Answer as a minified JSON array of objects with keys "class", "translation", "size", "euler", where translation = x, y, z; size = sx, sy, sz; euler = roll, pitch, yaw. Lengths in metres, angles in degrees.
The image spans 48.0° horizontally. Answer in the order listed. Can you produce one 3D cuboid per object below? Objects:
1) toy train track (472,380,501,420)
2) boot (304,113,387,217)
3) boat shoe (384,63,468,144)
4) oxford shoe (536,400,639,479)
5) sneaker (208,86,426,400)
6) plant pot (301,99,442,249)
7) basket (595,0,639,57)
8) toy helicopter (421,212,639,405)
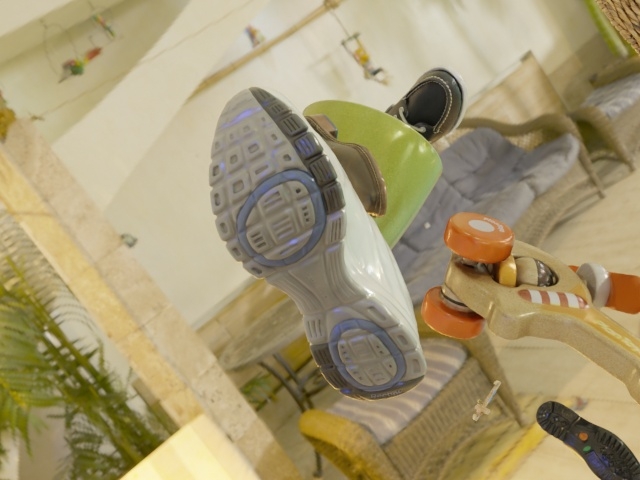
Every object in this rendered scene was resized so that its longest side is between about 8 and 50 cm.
[{"class":"toy train track","translation":[0.299,0.288,1.304],"size":[0.083,0.014,0.048],"euler":[-54,15,-10]},{"class":"boot","translation":[-0.009,-0.082,0.849],"size":[0.106,0.082,0.219],"euler":[-10,33,-23]},{"class":"boat shoe","translation":[0.167,-0.206,1.313],"size":[0.091,0.114,0.302],"euler":[-36,-11,-25]},{"class":"oxford shoe","translation":[0.519,0.388,1.382],"size":[0.083,0.227,0.096],"euler":[-49,-18,1]},{"class":"sneaker","translation":[0.000,0.000,0.629],"size":[0.111,0.297,0.129],"euler":[-19,24,18]},{"class":"plant pot","translation":[0.032,-0.046,1.263],"size":[0.275,0.274,0.293],"euler":[-15,47,65]},{"class":"basket","translation":[0.670,-0.434,1.293],"size":[0.213,0.299,0.223],"euler":[-12,-26,-44]},{"class":"toy helicopter","translation":[0.306,0.091,0.851],"size":[0.235,0.140,0.355],"euler":[-6,31,-34]}]
